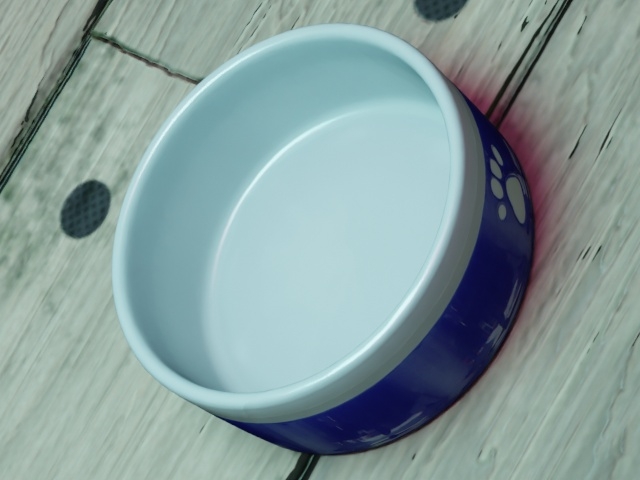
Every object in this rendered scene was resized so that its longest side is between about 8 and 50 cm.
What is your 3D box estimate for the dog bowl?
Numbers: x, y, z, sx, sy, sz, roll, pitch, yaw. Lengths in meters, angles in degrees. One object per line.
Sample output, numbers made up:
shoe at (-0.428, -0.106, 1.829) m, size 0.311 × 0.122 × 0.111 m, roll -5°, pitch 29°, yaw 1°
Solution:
dog bowl at (0.000, 0.000, 1.281) m, size 0.265 × 0.104 × 0.265 m, roll -17°, pitch 58°, yaw 28°
